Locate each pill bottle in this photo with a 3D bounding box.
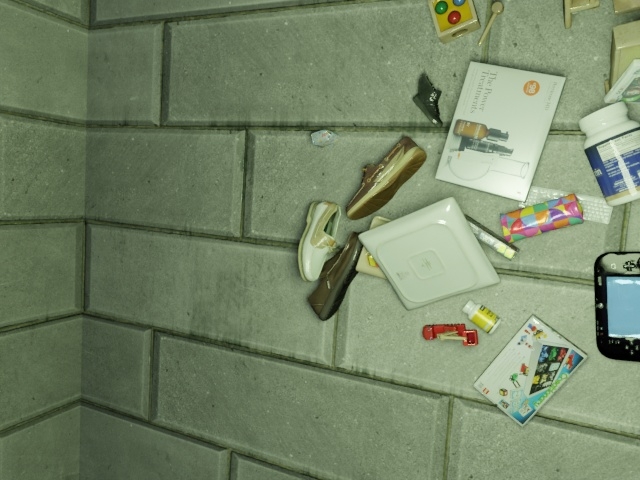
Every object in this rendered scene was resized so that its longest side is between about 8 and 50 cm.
[{"bbox_3d":[0.836,-0.241,1.424,0.153,0.153,0.265,-22,84,24],"label":"pill bottle"},{"bbox_3d":[0.521,0.246,1.651,0.116,0.065,0.065,37,107,18],"label":"pill bottle"}]

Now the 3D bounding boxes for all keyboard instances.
[{"bbox_3d":[0.745,-0.112,1.551,0.256,0.014,0.072,14,99,23],"label":"keyboard"}]

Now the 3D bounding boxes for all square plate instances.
[{"bbox_3d":[0.344,0.068,1.631,0.344,0.049,0.347,-23,112,30],"label":"square plate"}]

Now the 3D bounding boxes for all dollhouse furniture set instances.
[{"bbox_3d":[0.864,-0.629,1.389,0.362,0.256,0.394,-5,70,24],"label":"dollhouse furniture set"}]

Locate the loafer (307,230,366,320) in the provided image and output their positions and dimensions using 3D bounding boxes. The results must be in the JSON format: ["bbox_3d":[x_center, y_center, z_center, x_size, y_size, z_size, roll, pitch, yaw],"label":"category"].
[{"bbox_3d":[0.050,0.114,1.823,0.130,0.134,0.366,33,106,19],"label":"loafer"}]

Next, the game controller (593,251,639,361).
[{"bbox_3d":[0.890,0.191,1.476,0.166,0.067,0.319,-2,92,25],"label":"game controller"}]

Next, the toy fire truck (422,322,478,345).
[{"bbox_3d":[0.421,0.307,1.663,0.192,0.135,0.047,-6,91,25],"label":"toy fire truck"}]

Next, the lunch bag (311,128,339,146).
[{"bbox_3d":[0.020,-0.372,1.839,0.083,0.071,0.053,-12,85,27],"label":"lunch bag"}]

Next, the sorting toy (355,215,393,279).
[{"bbox_3d":[0.240,0.038,1.734,0.192,0.038,0.208,17,104,-9],"label":"sorting toy"}]

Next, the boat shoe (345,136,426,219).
[{"bbox_3d":[0.203,-0.214,1.749,0.342,0.123,0.123,-46,61,20],"label":"boat shoe"}]

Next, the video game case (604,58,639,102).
[{"bbox_3d":[0.890,-0.419,1.351,0.190,0.173,0.022,2,73,5],"label":"video game case"}]

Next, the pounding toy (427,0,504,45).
[{"bbox_3d":[0.465,-0.704,1.597,0.206,0.094,0.181,-17,86,25],"label":"pounding toy"}]

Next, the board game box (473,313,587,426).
[{"bbox_3d":[0.655,0.409,1.606,0.193,0.053,0.305,39,108,18],"label":"board game box"}]

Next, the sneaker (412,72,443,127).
[{"bbox_3d":[0.369,-0.461,1.681,0.089,0.051,0.170,-44,72,26],"label":"sneaker"}]

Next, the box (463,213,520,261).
[{"bbox_3d":[0.525,-0.013,1.605,0.207,0.114,0.036,37,108,19],"label":"box"}]

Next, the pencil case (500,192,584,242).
[{"bbox_3d":[0.662,-0.065,1.537,0.236,0.104,0.105,-17,86,30],"label":"pencil case"}]

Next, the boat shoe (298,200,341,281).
[{"bbox_3d":[0.000,0.000,1.809,0.103,0.113,0.302,0,72,29],"label":"boat shoe"}]

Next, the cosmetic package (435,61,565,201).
[{"bbox_3d":[0.551,-0.334,1.578,0.284,0.097,0.377,18,99,21],"label":"cosmetic package"}]
